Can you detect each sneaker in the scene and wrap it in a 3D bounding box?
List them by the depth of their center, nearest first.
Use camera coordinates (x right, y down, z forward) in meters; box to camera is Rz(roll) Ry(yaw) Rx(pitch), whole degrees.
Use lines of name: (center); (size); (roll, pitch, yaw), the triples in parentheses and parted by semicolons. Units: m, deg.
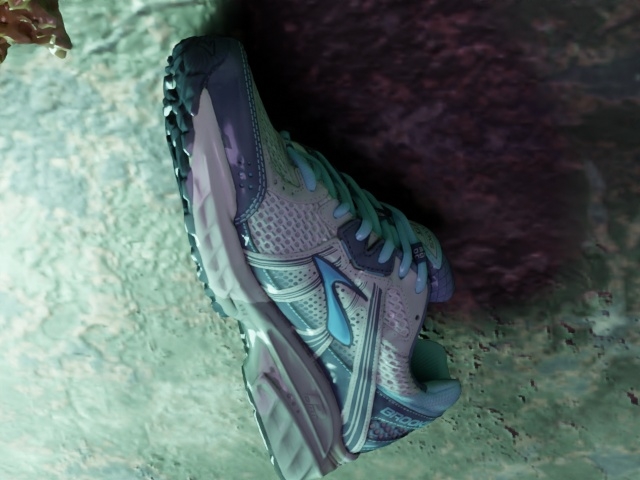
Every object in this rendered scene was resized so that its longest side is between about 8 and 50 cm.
sneaker: (0.000, 0.000, 0.966); (0.122, 0.110, 0.283); (-17, 131, 2)

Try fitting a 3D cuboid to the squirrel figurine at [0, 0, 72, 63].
squirrel figurine: (-0.285, -0.163, 0.670); (0.397, 0.370, 0.281); (1, 132, 10)
